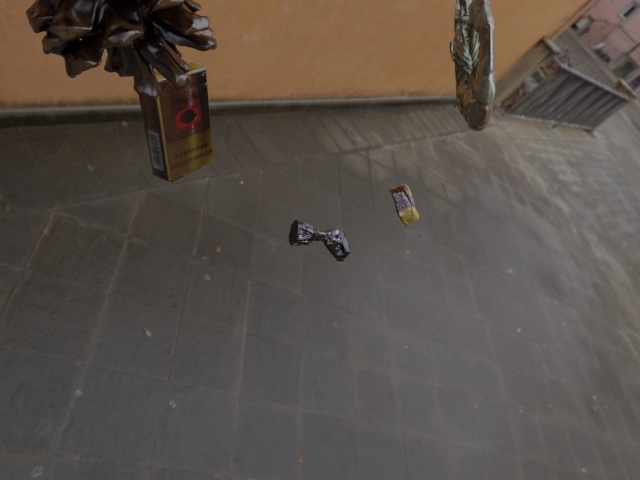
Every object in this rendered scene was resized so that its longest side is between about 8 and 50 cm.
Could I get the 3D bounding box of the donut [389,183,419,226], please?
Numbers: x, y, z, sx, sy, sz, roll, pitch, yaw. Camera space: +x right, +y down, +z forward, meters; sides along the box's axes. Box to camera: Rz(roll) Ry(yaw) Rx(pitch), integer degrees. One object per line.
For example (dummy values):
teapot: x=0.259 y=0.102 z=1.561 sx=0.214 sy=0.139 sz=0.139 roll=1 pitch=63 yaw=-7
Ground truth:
donut: x=0.274 y=-0.116 z=1.454 sx=0.140 sy=0.059 sz=0.140 roll=55 pitch=21 yaw=-35

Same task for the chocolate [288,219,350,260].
chocolate: x=0.001 y=-0.003 z=1.035 sx=0.147 sy=0.072 sz=0.070 roll=17 pitch=10 yaw=-28

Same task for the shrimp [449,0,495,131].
shrimp: x=0.332 y=-0.409 z=0.959 sx=0.085 sy=0.247 sz=0.360 roll=-2 pitch=72 yaw=8

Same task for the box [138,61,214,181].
box: x=-0.332 y=-0.277 z=1.056 sx=0.071 sy=0.240 sz=0.159 roll=24 pitch=39 yaw=26

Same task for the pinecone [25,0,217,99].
pinecone: x=-0.297 y=-0.391 z=0.659 sx=0.384 sy=0.384 sz=0.384 roll=24 pitch=44 yaw=-25
